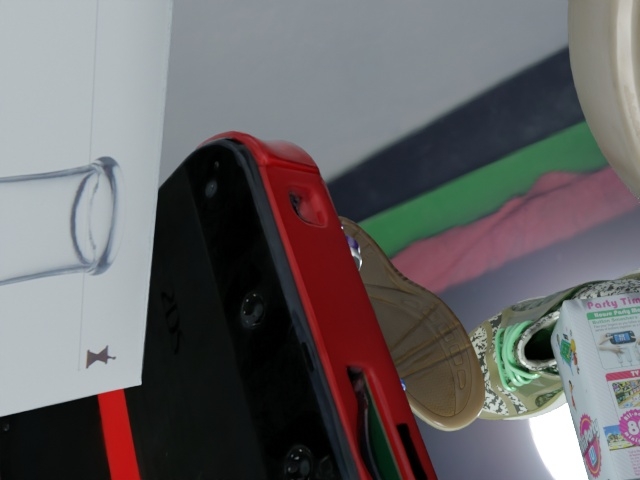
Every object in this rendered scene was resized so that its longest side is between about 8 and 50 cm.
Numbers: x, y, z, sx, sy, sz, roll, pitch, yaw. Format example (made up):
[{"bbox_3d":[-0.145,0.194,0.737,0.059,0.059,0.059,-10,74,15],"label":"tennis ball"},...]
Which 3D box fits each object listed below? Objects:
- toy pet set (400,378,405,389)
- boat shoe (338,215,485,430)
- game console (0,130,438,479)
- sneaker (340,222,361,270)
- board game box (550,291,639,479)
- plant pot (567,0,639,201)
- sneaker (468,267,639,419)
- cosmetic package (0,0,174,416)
[{"bbox_3d":[0.026,0.201,0.945,0.114,0.122,0.065,6,-158,-14],"label":"toy pet set"},{"bbox_3d":[0.091,0.113,1.232,0.122,0.110,0.341,-27,-123,-15],"label":"boat shoe"},{"bbox_3d":[-0.085,0.156,0.572,0.342,0.060,0.386,-44,-132,30],"label":"game console"},{"bbox_3d":[0.000,0.000,1.036,0.170,0.068,0.071,-178,-73,-72],"label":"sneaker"},{"bbox_3d":[0.361,0.190,0.878,0.224,0.097,0.303,-7,-122,0],"label":"board game box"},{"bbox_3d":[0.294,-0.088,0.374,0.323,0.323,0.280,-24,-162,6],"label":"plant pot"},{"bbox_3d":[0.274,0.125,1.175,0.182,0.158,0.410,4,155,-40],"label":"sneaker"},{"bbox_3d":[-0.190,-0.098,0.304,0.285,0.377,0.097,-11,-147,-35],"label":"cosmetic package"}]
